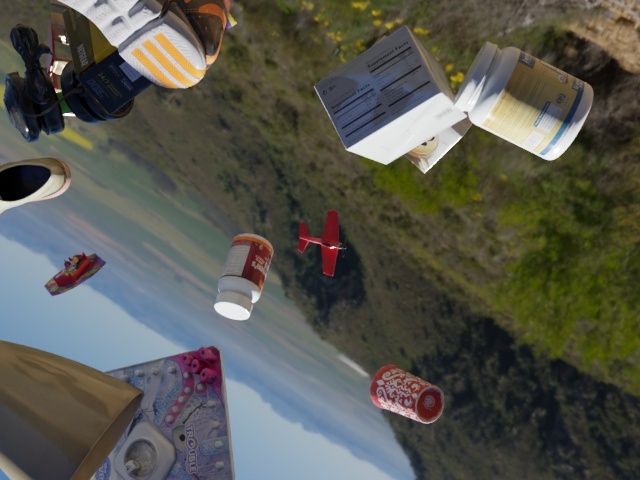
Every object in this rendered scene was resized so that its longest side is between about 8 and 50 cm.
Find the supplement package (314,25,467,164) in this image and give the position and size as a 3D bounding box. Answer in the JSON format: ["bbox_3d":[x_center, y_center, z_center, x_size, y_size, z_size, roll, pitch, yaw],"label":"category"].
[{"bbox_3d":[0.145,-0.271,1.452,0.145,0.204,0.262,63,-162,10],"label":"supplement package"}]

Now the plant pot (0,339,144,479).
[{"bbox_3d":[-0.500,0.300,1.313,0.274,0.256,0.256,33,168,1],"label":"plant pot"}]

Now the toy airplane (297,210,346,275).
[{"bbox_3d":[0.000,0.000,1.669,0.151,0.151,0.028,24,-158,38],"label":"toy airplane"}]

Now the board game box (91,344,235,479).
[{"bbox_3d":[-0.357,0.434,1.481,0.389,0.390,0.050,-16,159,19],"label":"board game box"}]

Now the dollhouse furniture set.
[{"bbox_3d":[-0.663,-0.436,1.833,0.135,0.259,0.262,5,144,-30],"label":"dollhouse furniture set"}]

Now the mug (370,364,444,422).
[{"bbox_3d":[0.230,0.378,1.829,0.150,0.113,0.169,4,-178,-31],"label":"mug"}]

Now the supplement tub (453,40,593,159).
[{"bbox_3d":[0.345,-0.242,1.279,0.199,0.144,0.144,26,168,-1],"label":"supplement tub"}]

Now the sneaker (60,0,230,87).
[{"bbox_3d":[-0.225,-0.334,0.832,0.124,0.180,0.321,-13,133,33],"label":"sneaker"}]

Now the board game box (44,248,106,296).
[{"bbox_3d":[-0.547,0.062,1.633,0.168,0.133,0.033,19,140,59],"label":"board game box"}]

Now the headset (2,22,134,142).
[{"bbox_3d":[-0.478,-0.294,1.377,0.394,0.243,0.185,-114,9,-77],"label":"headset"}]

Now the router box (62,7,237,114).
[{"bbox_3d":[-0.290,-0.363,1.215,0.081,0.243,0.309,53,-177,-40],"label":"router box"}]

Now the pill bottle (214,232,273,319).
[{"bbox_3d":[-0.214,0.100,2.062,0.121,0.221,0.121,11,149,7],"label":"pill bottle"}]

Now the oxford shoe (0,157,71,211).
[{"bbox_3d":[-0.847,-0.127,1.891,0.146,0.396,0.141,-168,56,-85],"label":"oxford shoe"}]

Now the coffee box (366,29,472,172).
[{"bbox_3d":[0.206,-0.330,1.787,0.297,0.119,0.168,42,141,-3],"label":"coffee box"}]
